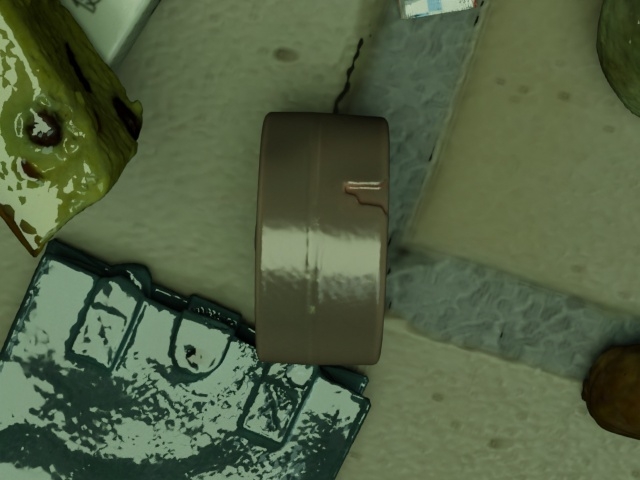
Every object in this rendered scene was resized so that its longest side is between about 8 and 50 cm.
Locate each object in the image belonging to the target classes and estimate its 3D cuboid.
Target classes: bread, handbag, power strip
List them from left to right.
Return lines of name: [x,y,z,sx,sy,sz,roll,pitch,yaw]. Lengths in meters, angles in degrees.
bread: [-0.214,-0.171,0.871,0.077,0.138,0.361,-30,102,9]
handbag: [-0.099,0.110,1.072,0.229,0.062,0.179,25,104,-4]
power strip: [0.000,0.000,0.995,0.078,0.154,0.154,2,105,0]

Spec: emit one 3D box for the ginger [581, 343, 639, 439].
ginger: [0.306,0.036,1.012,0.133,0.107,0.309,34,108,-20]

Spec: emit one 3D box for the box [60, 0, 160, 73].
box: [-0.216,-0.256,0.965,0.330,0.095,0.210,33,105,-7]

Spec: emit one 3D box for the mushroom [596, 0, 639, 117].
mushroom: [0.224,-0.225,0.935,0.247,0.130,0.344,0,104,-2]

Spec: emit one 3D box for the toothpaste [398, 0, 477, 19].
toothpaste: [0.057,-0.228,0.994,0.048,0.031,0.190,-9,107,2]
